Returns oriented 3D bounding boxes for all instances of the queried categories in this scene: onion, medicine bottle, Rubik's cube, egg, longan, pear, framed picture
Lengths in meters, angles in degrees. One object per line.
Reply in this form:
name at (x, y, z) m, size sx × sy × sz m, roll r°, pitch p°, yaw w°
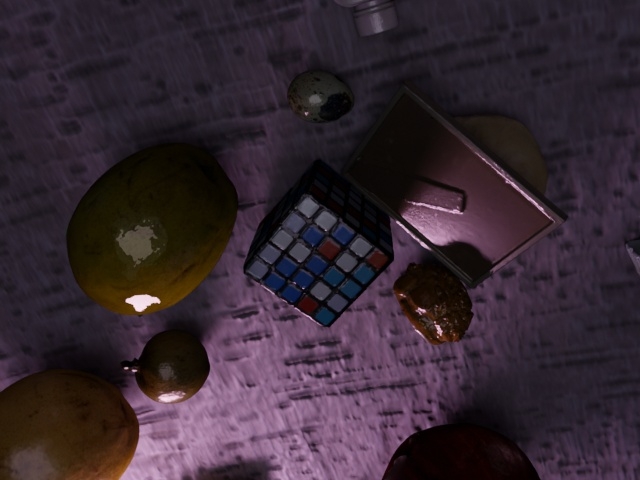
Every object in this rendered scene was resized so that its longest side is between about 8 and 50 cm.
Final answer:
onion at (0.266, 0.523, 1.122) m, size 0.341 × 0.341 × 0.341 m, roll 2°, pitch 115°, yaw 4°
medicine bottle at (0.065, -0.405, 0.843) m, size 0.119 × 0.069 × 0.183 m, roll -14°, pitch 114°, yaw 9°
Rubik's cube at (0.000, 0.000, 0.973) m, size 0.184 × 0.187 × 0.182 m, roll 36°, pitch 112°, yaw -14°
egg at (0.001, -0.232, 0.920) m, size 0.110 × 0.085 × 0.085 m, roll 14°, pitch 115°, yaw -9°
longan at (-0.310, 0.253, 1.136) m, size 0.176 × 0.145 × 0.154 m, roll 10°, pitch 102°, yaw -27°
pear at (-0.283, -0.016, 0.963) m, size 0.307 × 0.253 × 0.253 m, roll -42°, pitch 105°, yaw 13°
framed picture at (0.196, -0.076, 0.911) m, size 0.315 × 0.024 × 0.232 m, roll 41°, pitch 141°, yaw 2°
pear at (-0.541, 0.411, 1.153) m, size 0.314 × 0.314 × 0.314 m, roll 2°, pitch 115°, yaw 4°

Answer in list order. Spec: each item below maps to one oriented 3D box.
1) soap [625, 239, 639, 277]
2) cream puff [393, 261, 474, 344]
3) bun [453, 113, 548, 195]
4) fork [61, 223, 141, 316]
soap at (0.620, 0.092, 0.992) m, size 0.066 × 0.119 × 0.198 m, roll -27°, pitch 110°, yaw 17°
cream puff at (0.209, 0.108, 1.022) m, size 0.115 × 0.150 × 0.165 m, roll -41°, pitch 67°, yaw 10°
bun at (0.270, -0.101, 0.932) m, size 0.222 × 0.127 × 0.222 m, roll 1°, pitch 117°, yaw 3°
fork at (-0.428, 0.060, 1.132) m, size 0.039 × 0.021 × 0.235 m, roll -24°, pitch 112°, yaw 20°
